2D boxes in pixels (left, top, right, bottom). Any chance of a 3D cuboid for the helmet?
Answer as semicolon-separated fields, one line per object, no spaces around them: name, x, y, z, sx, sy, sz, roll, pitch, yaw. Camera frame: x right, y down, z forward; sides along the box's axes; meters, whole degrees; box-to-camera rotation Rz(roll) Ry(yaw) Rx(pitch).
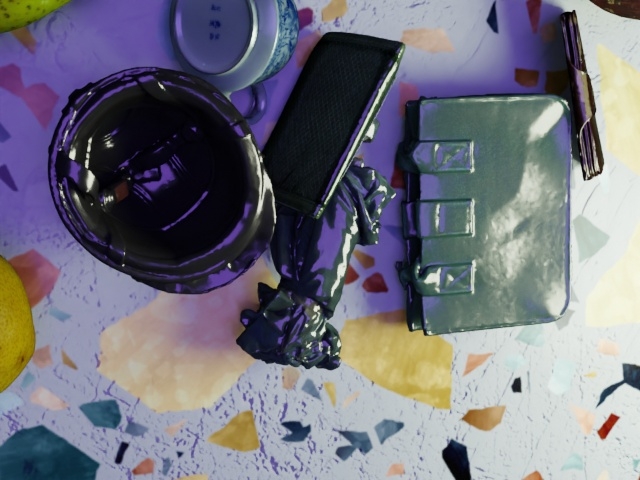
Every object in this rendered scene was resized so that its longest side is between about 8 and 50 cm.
helmet;-0.193;-0.077;0.968;0.230;0.160;0.279;-45;118;-6

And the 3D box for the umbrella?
umbrella;0.002;0.001;1.067;0.143;0.094;0.349;17;90;-11

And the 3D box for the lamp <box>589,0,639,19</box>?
lamp;0.432;-0.410;1.067;0.246;0.247;0.247;-2;97;-16

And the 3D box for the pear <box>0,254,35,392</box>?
pear;-0.419;0.096;0.903;0.208;0.209;0.209;-2;97;-16

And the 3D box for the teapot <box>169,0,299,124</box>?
teapot;-0.089;-0.257;0.995;0.158;0.159;0.232;2;104;-16

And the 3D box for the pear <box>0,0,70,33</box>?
pear;-0.356;-0.350;0.870;0.292;0.159;0.293;-7;108;-21

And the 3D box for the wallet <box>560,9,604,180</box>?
wallet;0.367;-0.204;1.139;0.031;0.122;0.232;-8;102;20

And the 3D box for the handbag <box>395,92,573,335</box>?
handbag;0.226;-0.037;1.131;0.238;0.089;0.327;-3;99;-15

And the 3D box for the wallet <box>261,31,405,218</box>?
wallet;0.006;-0.146;1.018;0.055;0.160;0.236;27;89;-37
